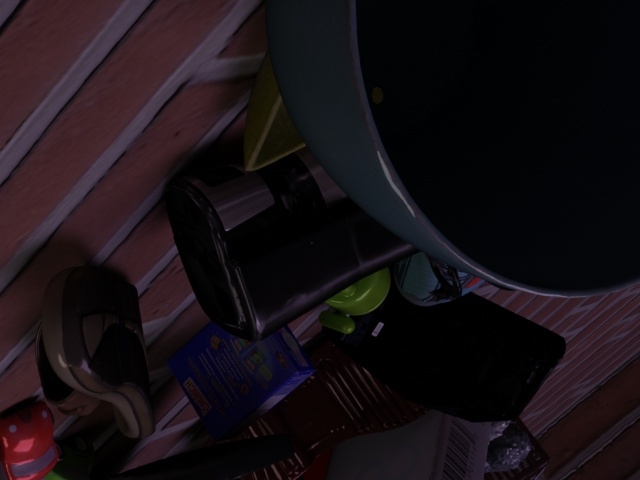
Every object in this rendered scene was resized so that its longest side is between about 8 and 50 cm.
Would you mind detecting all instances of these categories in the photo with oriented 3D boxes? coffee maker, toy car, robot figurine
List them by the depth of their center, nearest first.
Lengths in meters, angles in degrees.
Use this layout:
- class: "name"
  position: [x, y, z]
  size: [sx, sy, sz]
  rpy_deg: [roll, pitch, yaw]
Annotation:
- class: "coffee maker"
  position: [0.000, 0.000, 1.307]
  size: [0.178, 0.171, 0.120]
  rpy_deg: [-28, 180, -20]
- class: "toy car"
  position: [-0.265, 0.219, 1.624]
  size: [0.239, 0.053, 0.225]
  rpy_deg: [-42, 164, 23]
- class: "robot figurine"
  position: [0.026, 0.031, 1.660]
  size: [0.101, 0.067, 0.115]
  rpy_deg: [-67, 165, -5]

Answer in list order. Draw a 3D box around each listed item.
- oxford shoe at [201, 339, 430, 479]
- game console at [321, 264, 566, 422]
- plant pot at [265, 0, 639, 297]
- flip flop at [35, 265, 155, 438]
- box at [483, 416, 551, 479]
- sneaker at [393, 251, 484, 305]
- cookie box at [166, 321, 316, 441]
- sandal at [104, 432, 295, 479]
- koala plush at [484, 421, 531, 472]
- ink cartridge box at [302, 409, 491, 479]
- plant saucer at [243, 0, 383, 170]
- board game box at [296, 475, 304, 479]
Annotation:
- class: "oxford shoe"
  position: [0.019, 0.160, 1.996]
  size: [0.348, 0.123, 0.130]
  rpy_deg: [-28, -175, -1]
- class: "game console"
  position: [0.166, 0.023, 1.741]
  size: [0.361, 0.213, 0.044]
  rpy_deg: [-57, -168, 33]
- class: "plant pot"
  position: [0.084, -0.123, 0.998]
  size: [0.290, 0.290, 0.195]
  rpy_deg: [-28, -161, -27]
- class: "flip flop"
  position: [-0.174, 0.084, 1.342]
  size: [0.080, 0.112, 0.277]
  rpy_deg: [-10, 168, 4]
- class: "box"
  position: [0.117, 0.352, 2.627]
  size: [0.381, 0.191, 0.143]
  rpy_deg: [-32, 165, -16]
- class: "sneaker"
  position: [0.111, -0.037, 1.598]
  size: [0.125, 0.104, 0.262]
  rpy_deg: [-20, 149, -42]
- class: "cookie box"
  position: [-0.072, 0.112, 1.650]
  size: [0.107, 0.092, 0.040]
  rpy_deg: [-41, 160, 21]
- class: "sandal"
  position: [-0.134, 0.258, 1.720]
  size: [0.168, 0.107, 0.446]
  rpy_deg: [-15, 172, -25]
- class: "koala plush"
  position: [0.164, 0.193, 2.252]
  size: [0.203, 0.196, 0.221]
  rpy_deg: [-18, 164, -21]
- class: "ink cartridge box"
  position: [0.017, 0.266, 2.085]
  size: [0.385, 0.091, 0.308]
  rpy_deg: [-27, -151, 29]
- class: "plant saucer"
  position: [0.034, -0.140, 1.189]
  size: [0.188, 0.045, 0.188]
  rpy_deg: [-29, 164, -27]
- class: "board game box"
  position: [-0.155, 0.315, 2.054]
  size: [0.243, 0.042, 0.165]
  rpy_deg: [-27, -169, -32]
